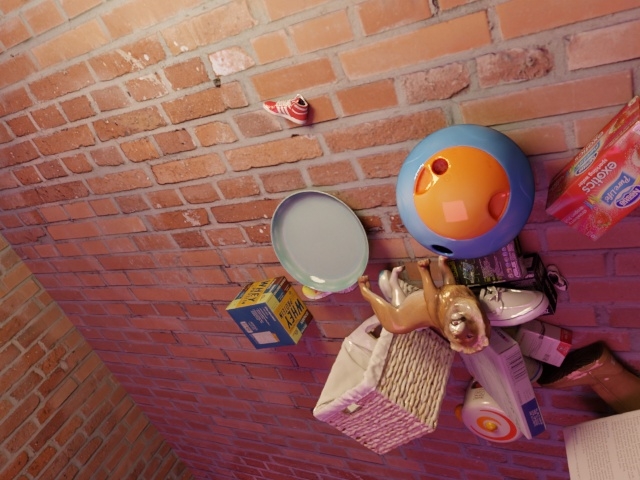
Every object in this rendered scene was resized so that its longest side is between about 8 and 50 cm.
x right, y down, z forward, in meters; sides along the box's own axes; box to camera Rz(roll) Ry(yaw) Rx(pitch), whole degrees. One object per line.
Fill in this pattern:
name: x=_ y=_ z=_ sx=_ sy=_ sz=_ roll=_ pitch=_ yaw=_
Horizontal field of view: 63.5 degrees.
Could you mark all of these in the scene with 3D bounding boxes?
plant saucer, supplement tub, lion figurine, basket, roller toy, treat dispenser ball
plant saucer: x=0.000 y=0.000 z=1.508 sx=0.317 sy=0.044 sz=0.318 roll=12 pitch=119 yaw=24
supplement tub: x=0.578 y=0.357 z=1.496 sx=0.107 sy=0.071 sz=0.071 roll=34 pitch=135 yaw=1
lion figurine: x=0.256 y=0.176 z=1.333 sx=0.392 sy=0.142 sz=0.240 roll=-21 pitch=82 yaw=56
basket: x=0.200 y=0.430 z=1.594 sx=0.266 sy=0.331 sz=0.328 roll=36 pitch=136 yaw=-5
roller toy: x=0.538 y=0.524 z=1.605 sx=0.209 sy=0.146 sz=0.191 roll=21 pitch=134 yaw=14
treat dispenser ball: x=0.307 y=-0.104 z=1.113 sx=0.288 sy=0.288 sz=0.288 roll=16 pitch=133 yaw=18

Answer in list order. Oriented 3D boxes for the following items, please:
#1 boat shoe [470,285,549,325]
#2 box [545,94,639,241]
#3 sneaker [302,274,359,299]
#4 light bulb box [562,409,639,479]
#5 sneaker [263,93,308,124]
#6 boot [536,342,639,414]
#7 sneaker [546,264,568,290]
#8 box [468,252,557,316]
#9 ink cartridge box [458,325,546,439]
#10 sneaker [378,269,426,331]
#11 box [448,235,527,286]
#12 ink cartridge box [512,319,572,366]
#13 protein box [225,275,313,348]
boat shoe: x=0.426 y=0.158 z=1.287 sx=0.258 sy=0.095 sz=0.084 roll=-19 pitch=119 yaw=39
box: x=0.590 y=-0.138 z=1.036 sx=0.128 sy=0.123 sz=0.257 roll=32 pitch=135 yaw=1
sneaker: x=0.022 y=0.121 z=1.621 sx=0.208 sy=0.081 sz=0.094 roll=-18 pitch=108 yaw=32
light bulb box: x=0.905 y=0.598 z=1.331 sx=0.358 sy=0.225 sz=0.361 roll=27 pitch=139 yaw=-23
sneaker: x=-0.086 y=-0.344 z=1.308 sx=0.118 sy=0.042 sz=0.067 roll=21 pitch=138 yaw=3
boot: x=0.775 y=0.422 z=1.427 sx=0.269 sy=0.089 sz=0.236 roll=40 pitch=137 yaw=-9
sneaker: x=0.592 y=0.102 z=1.298 sx=0.032 sy=0.037 sz=0.083 roll=-30 pitch=110 yaw=41
box: x=0.496 y=0.126 z=1.343 sx=0.180 sy=0.077 sz=0.147 roll=-16 pitch=116 yaw=38
ink cartridge box: x=0.468 y=0.328 z=1.439 sx=0.071 sy=0.330 sz=0.324 roll=-29 pitch=117 yaw=-3
sneaker: x=0.259 y=0.163 z=1.514 sx=0.092 sy=0.087 sz=0.229 roll=-34 pitch=109 yaw=34
box: x=0.394 y=0.015 z=1.282 sx=0.184 sy=0.045 sz=0.191 roll=-14 pitch=93 yaw=40
ink cartridge box: x=0.605 y=0.276 z=1.422 sx=0.135 sy=0.056 sz=0.099 roll=18 pitch=133 yaw=15
protein box: x=-0.175 y=0.254 z=1.795 sx=0.201 sy=0.136 sz=0.200 roll=-16 pitch=117 yaw=38
